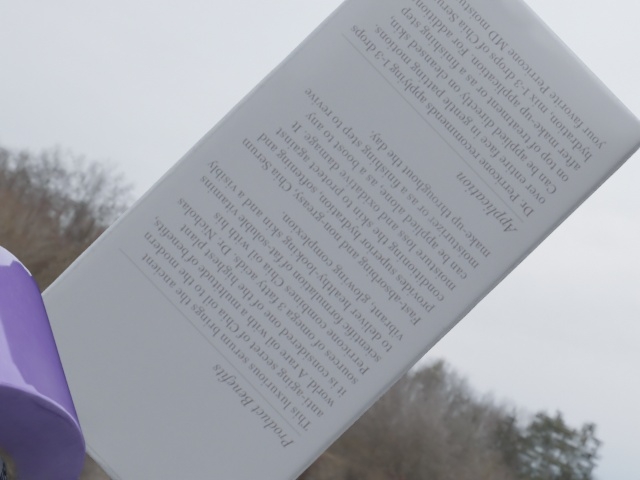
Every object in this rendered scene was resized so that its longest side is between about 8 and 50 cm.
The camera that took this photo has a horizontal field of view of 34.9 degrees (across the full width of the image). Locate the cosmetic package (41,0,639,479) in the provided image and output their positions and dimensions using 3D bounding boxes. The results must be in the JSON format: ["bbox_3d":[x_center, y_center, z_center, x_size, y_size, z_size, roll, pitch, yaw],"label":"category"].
[{"bbox_3d":[0.000,0.000,0.802,0.230,0.453,0.161,47,0,0],"label":"cosmetic package"}]

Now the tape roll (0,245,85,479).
[{"bbox_3d":[-0.199,0.078,0.417,0.189,0.189,0.080,41,19,-56],"label":"tape roll"}]
